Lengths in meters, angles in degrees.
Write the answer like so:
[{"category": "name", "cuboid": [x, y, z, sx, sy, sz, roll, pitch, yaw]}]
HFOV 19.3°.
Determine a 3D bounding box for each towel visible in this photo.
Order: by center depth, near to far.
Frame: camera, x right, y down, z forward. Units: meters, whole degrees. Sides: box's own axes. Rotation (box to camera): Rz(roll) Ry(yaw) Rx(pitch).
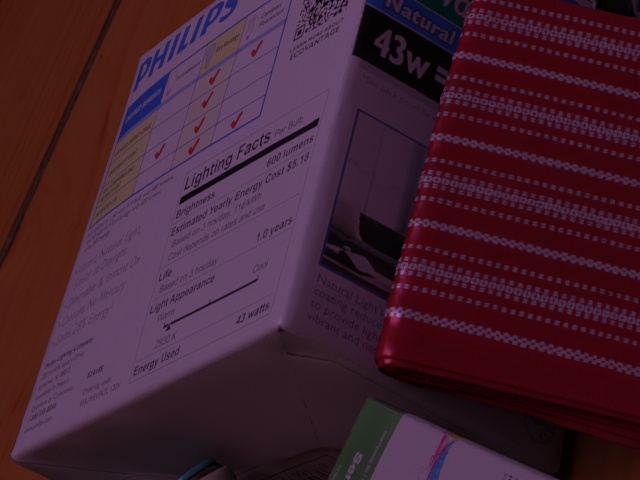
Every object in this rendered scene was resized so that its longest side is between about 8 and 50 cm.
[{"category": "towel", "cuboid": [0.157, -0.018, 1.132, 0.031, 0.199, 0.275, 94, -169, -64]}]

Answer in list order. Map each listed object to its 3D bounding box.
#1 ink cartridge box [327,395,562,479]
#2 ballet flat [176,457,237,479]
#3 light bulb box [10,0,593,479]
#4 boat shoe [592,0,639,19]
[{"category": "ink cartridge box", "cuboid": [0.112, 0.173, 1.027, 0.212, 0.154, 0.093, 13, 75, 63]}, {"category": "ballet flat", "cuboid": [-0.116, 0.224, 1.294, 0.248, 0.086, 0.086, -39, 32, 54]}, {"category": "light bulb box", "cuboid": [0.000, 0.000, 1.327, 0.358, 0.225, 0.361, -27, 40, 50]}, {"category": "boat shoe", "cuboid": [0.199, -0.091, 1.237, 0.078, 0.070, 0.219, -35, 36, 42]}]
